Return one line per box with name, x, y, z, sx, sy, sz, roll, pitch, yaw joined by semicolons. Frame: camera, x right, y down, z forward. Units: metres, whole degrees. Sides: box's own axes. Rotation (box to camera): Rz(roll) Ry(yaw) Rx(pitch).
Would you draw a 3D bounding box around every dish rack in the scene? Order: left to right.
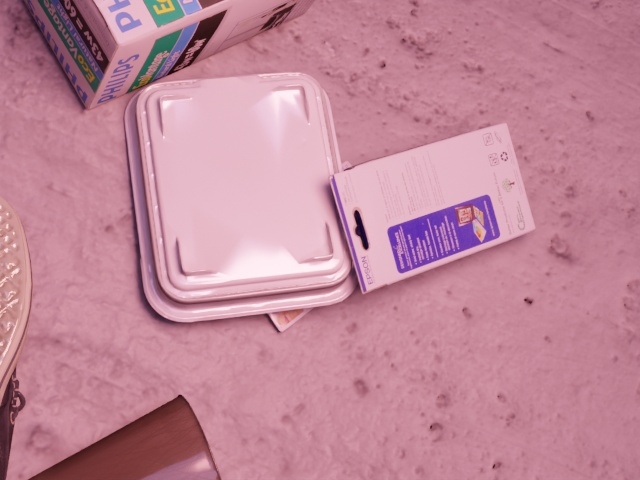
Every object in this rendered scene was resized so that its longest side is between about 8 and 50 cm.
dish rack;-0.101;-0.072;1.561;0.285;0.072;0.333;-6;73;-11

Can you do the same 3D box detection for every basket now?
basket;-0.238;0.313;1.410;0.226;0.154;0.204;-17;82;-19

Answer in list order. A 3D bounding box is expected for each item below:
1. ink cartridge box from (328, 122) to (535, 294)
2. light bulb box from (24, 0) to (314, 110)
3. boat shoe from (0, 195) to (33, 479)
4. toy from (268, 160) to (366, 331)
ink cartridge box;0.143;-0.047;1.636;0.332;0.065;0.165;-17;94;-36
light bulb box;-0.215;-0.419;1.553;0.361;0.225;0.358;-29;87;-25
boat shoe;-0.432;0.182;1.366;0.186;0.156;0.500;4;73;-13
toy;0.000;0.000;1.622;0.237;0.056;0.137;-37;92;-24
